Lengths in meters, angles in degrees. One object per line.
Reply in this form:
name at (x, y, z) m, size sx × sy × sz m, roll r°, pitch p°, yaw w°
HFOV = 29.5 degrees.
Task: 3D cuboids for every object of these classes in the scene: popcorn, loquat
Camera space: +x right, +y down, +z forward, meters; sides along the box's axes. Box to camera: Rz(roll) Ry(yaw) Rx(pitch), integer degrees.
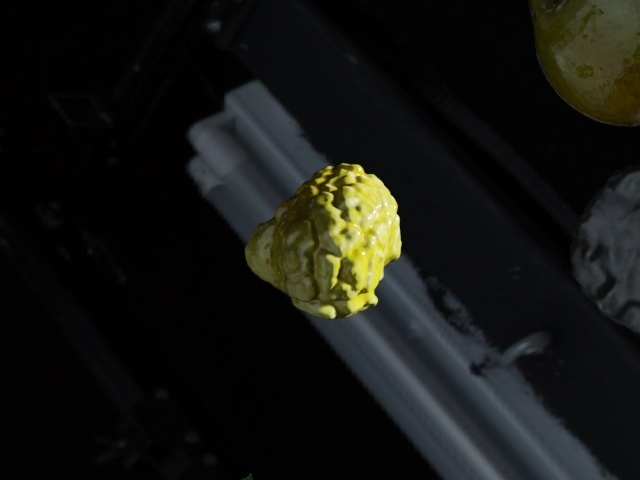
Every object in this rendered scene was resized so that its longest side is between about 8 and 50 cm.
popcorn at (0.000, 0.000, 1.605) m, size 0.203 × 0.200 × 0.226 m, roll -4°, pitch -114°, yaw 19°
loquat at (0.338, -0.214, 1.247) m, size 0.213 × 0.246 × 0.213 m, roll -46°, pitch -151°, yaw 34°

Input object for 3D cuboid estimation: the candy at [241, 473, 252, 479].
candy at (-0.112, 0.324, 1.146) m, size 0.203 × 0.078 × 0.141 m, roll -27°, pitch -117°, yaw 16°

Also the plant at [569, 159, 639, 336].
plant at (0.347, 0.002, 1.171) m, size 0.178 × 0.234 × 0.204 m, roll 41°, pitch -65°, yaw 17°
